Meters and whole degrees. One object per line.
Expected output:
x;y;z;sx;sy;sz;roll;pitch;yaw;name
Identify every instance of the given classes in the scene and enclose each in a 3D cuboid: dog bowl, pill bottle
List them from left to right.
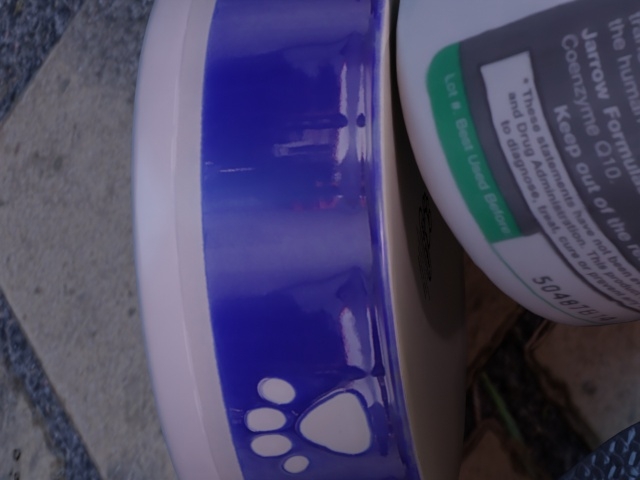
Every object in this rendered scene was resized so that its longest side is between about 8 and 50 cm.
0.000;0.000;0.846;0.104;0.265;0.265;-3;70;11;dog bowl
0.223;-0.093;0.699;0.361;0.204;0.204;-15;65;42;pill bottle

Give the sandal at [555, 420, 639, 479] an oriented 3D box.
0.091;0.169;0.861;0.254;0.054;0.097;-29;63;25;sandal
